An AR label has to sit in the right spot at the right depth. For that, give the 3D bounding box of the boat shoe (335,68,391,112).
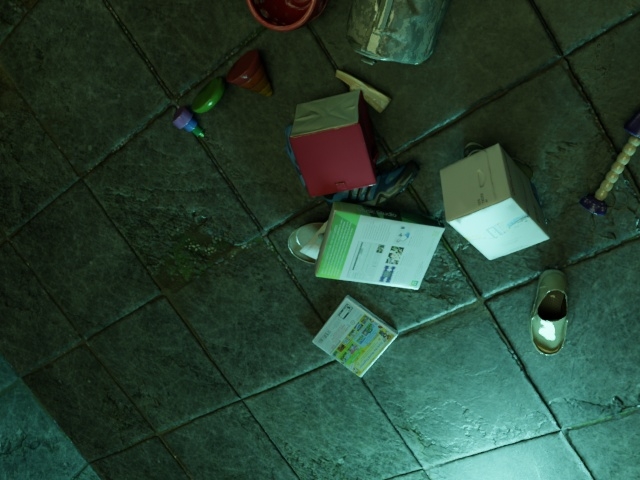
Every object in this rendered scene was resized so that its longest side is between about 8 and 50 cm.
[{"bbox_3d":[0.107,-0.404,1.549,0.170,0.063,0.059,32,113,4],"label":"boat shoe"}]

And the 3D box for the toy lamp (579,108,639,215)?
[{"bbox_3d":[0.737,-0.196,1.400,0.080,0.080,0.274,27,121,8],"label":"toy lamp"}]

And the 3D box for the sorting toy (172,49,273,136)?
[{"bbox_3d":[-0.278,-0.409,1.688,0.365,0.127,0.126,-27,130,31],"label":"sorting toy"}]

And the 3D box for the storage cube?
[{"bbox_3d":[0.038,-0.258,1.526,0.215,0.183,0.193,-8,130,14],"label":"storage cube"}]

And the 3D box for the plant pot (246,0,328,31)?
[{"bbox_3d":[-0.072,-0.635,1.452,0.191,0.174,0.191,8,114,18],"label":"plant pot"}]

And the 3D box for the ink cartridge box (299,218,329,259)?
[{"bbox_3d":[0.079,0.011,1.691,0.225,0.056,0.181,28,126,-21],"label":"ink cartridge box"}]

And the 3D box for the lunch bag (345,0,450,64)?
[{"bbox_3d":[0.187,-0.574,1.336,0.213,0.256,0.305,23,118,9],"label":"lunch bag"}]

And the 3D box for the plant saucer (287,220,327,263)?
[{"bbox_3d":[0.000,0.000,1.740,0.199,0.036,0.198,0,140,0],"label":"plant saucer"}]

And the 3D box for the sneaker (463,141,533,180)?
[{"bbox_3d":[0.460,-0.193,1.496,0.192,0.086,0.064,27,119,7],"label":"sneaker"}]

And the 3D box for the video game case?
[{"bbox_3d":[0.111,0.317,1.881,0.206,0.026,0.227,36,119,3],"label":"video game case"}]

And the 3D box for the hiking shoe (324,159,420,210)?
[{"bbox_3d":[0.134,-0.157,1.617,0.304,0.113,0.132,-29,100,28],"label":"hiking shoe"}]

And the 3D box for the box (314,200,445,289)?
[{"bbox_3d":[0.163,0.019,1.628,0.322,0.058,0.232,8,124,-14],"label":"box"}]

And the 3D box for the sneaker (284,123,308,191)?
[{"bbox_3d":[-0.056,-0.243,1.687,0.082,0.069,0.209,13,126,45],"label":"sneaker"}]

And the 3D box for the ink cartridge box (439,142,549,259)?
[{"bbox_3d":[0.435,-0.092,1.437,0.168,0.171,0.233,-24,139,32],"label":"ink cartridge box"}]

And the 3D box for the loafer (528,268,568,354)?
[{"bbox_3d":[0.639,0.215,1.602,0.102,0.092,0.268,2,113,20],"label":"loafer"}]
